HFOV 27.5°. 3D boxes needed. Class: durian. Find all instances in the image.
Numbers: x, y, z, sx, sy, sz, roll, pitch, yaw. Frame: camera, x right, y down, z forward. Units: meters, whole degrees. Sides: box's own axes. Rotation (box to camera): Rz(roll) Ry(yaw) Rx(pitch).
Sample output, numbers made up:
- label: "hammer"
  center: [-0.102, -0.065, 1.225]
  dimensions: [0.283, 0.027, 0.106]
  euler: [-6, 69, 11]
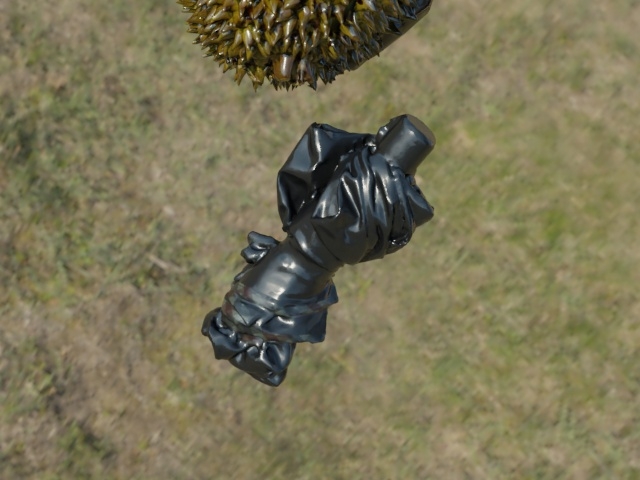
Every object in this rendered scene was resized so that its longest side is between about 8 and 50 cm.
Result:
- label: "durian"
  center: [0.004, -0.343, 1.344]
  dimensions: [0.347, 0.347, 0.385]
  euler: [18, 77, -24]

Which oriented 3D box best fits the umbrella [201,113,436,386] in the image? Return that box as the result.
- label: "umbrella"
  center: [-0.001, 0.000, 1.124]
  dimensions: [0.110, 0.272, 0.122]
  euler: [5, 40, -53]
